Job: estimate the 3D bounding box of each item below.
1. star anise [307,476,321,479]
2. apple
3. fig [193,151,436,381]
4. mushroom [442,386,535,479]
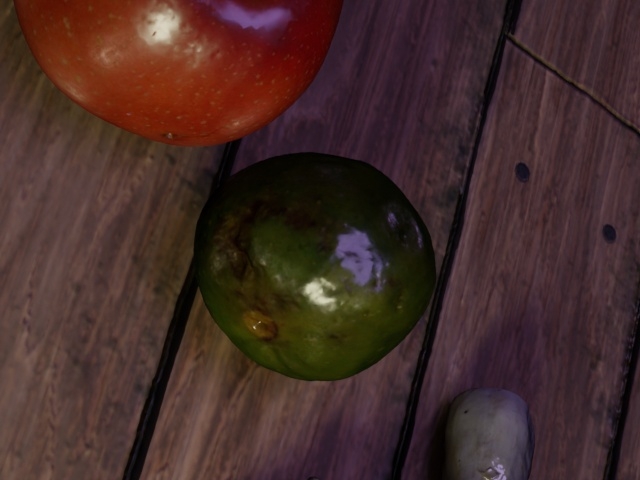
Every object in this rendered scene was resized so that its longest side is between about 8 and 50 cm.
[{"bbox_3d":[0.026,0.300,1.519,0.236,0.109,0.223,12,41,-7],"label":"star anise"},{"bbox_3d":[-0.106,-0.201,1.513,0.260,0.216,0.260,10,74,-37],"label":"apple"},{"bbox_3d":[0.000,0.000,1.572,0.195,0.195,0.245,48,32,-19],"label":"fig"},{"bbox_3d":[0.136,0.237,1.674,0.081,0.092,0.223,7,62,7],"label":"mushroom"}]
